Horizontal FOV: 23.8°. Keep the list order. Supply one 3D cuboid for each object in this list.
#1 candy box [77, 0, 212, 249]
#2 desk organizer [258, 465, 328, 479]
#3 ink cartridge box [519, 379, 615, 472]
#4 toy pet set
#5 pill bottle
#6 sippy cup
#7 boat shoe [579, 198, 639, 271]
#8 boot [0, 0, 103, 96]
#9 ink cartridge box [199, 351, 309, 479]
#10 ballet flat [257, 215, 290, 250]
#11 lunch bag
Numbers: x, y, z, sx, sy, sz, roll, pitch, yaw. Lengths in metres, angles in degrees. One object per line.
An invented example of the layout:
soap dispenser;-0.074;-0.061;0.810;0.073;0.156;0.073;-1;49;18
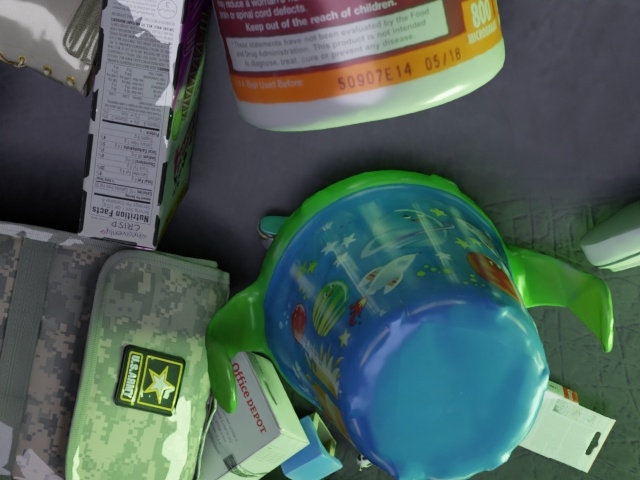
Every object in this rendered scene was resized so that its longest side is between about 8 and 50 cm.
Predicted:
candy box;-0.142;-0.129;1.270;0.071;0.159;0.233;11;112;1
desk organizer;-0.014;0.256;1.448;0.130;0.047;0.050;18;111;-1
ink cartridge box;0.208;0.164;1.408;0.115;0.029;0.062;23;108;-4
toy pet set;0.013;0.171;1.407;0.114;0.065;0.122;-30;103;13
pill bottle;0.003;-0.301;1.173;0.224;0.224;0.392;-10;107;8
sippy cup;0.077;0.083;1.262;0.305;0.224;0.240;-41;112;4
boat shoe;0.362;-0.015;1.307;0.268;0.096;0.088;-21;100;3
boot;-0.278;-0.163;1.319;0.165;0.077;0.213;31;105;-7
ink cartridge box;-0.091;0.179;1.399;0.135;0.056;0.099;-36;58;15
ballet flat;0.000;0.000;1.372;0.114;0.041;0.041;5;108;4
lunch bag;-0.227;0.114;1.324;0.287;0.169;0.235;10;81;-4
